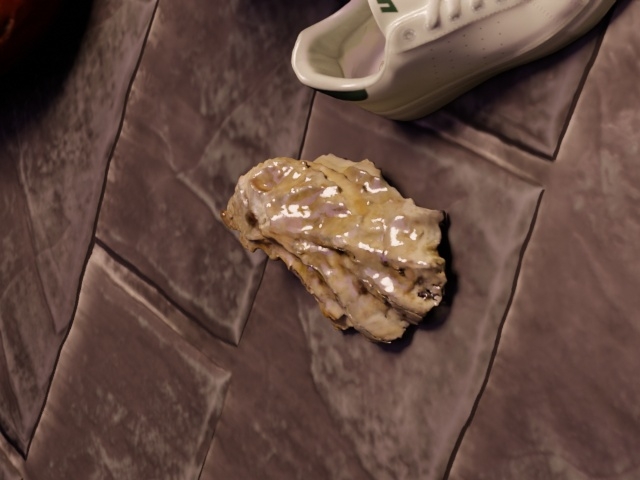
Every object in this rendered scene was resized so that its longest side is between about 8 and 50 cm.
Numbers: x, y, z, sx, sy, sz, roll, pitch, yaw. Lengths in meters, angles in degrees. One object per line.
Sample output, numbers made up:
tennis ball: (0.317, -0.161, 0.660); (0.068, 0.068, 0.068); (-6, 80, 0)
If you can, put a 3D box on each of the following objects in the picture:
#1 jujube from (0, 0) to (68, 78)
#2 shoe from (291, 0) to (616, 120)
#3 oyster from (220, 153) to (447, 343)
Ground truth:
jujube: (-0.363, -0.240, 1.420); (0.318, 0.223, 0.223); (-32, 62, 52)
shoe: (0.088, -0.156, 0.962); (0.265, 0.110, 0.095); (-36, 59, 45)
oyster: (0.006, -0.004, 1.072); (0.209, 0.072, 0.133); (50, 125, 38)
